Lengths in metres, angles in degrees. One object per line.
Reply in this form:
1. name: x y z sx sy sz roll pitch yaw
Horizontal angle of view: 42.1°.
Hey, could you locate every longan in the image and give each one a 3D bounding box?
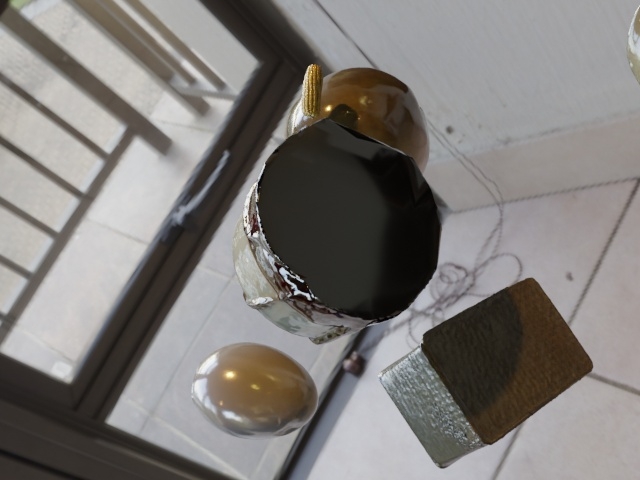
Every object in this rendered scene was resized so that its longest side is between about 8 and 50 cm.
1. longan: 0.074 -0.193 1.647 0.288 0.350 0.288 -8 71 24

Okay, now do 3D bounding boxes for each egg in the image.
1. egg: -0.118 0.281 1.539 0.232 0.176 0.176 14 67 8

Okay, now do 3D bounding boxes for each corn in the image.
1. corn: -0.014 -0.258 1.437 0.037 0.037 0.092 23 110 45

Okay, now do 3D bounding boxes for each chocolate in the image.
1. chocolate: 0.000 0.000 1.128 0.186 0.284 0.283 -31 40 56

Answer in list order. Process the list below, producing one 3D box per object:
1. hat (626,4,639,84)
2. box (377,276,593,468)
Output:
1. hat: 0.322 -0.132 0.624 0.166 0.173 0.144 -55 -1 21
2. box: 0.255 0.199 1.286 0.184 0.273 0.143 57 144 12
